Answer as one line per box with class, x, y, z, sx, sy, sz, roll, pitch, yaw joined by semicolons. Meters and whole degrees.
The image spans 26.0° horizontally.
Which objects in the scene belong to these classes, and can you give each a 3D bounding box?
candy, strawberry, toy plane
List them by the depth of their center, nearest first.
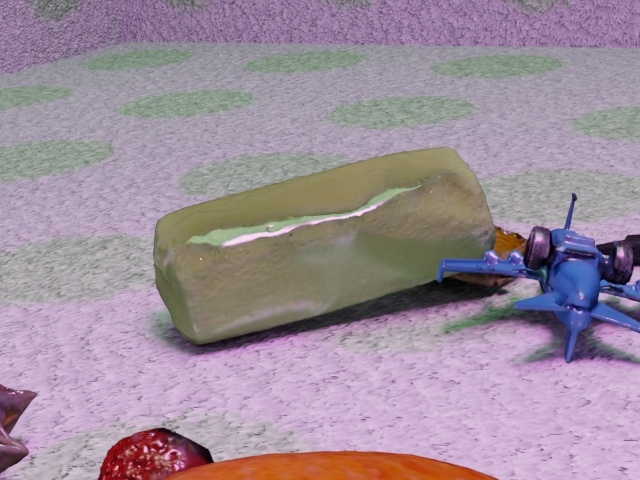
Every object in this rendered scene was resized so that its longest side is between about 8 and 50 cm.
strawberry;-0.112;0.181;0.952;0.106;0.106;0.106;-4;17;1
toy plane;0.241;0.032;1.346;0.254;0.105;0.271;11;22;2
candy;0.000;0.000;1.395;0.343;0.132;0.142;-15;16;-12

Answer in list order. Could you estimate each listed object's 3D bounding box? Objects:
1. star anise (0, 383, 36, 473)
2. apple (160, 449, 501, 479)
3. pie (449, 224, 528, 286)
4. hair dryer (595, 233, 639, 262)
star anise;-0.323;0.154;1.116;0.197;0.073;0.212;-18;24;-29
apple;0.006;0.222;0.424;0.299;0.299;0.275;-11;21;-23
pie;0.105;0.001;1.538;0.282;0.068;0.128;14;27;35
hair dryer;0.407;0.014;1.450;0.255;0.070;0.128;-4;16;28
